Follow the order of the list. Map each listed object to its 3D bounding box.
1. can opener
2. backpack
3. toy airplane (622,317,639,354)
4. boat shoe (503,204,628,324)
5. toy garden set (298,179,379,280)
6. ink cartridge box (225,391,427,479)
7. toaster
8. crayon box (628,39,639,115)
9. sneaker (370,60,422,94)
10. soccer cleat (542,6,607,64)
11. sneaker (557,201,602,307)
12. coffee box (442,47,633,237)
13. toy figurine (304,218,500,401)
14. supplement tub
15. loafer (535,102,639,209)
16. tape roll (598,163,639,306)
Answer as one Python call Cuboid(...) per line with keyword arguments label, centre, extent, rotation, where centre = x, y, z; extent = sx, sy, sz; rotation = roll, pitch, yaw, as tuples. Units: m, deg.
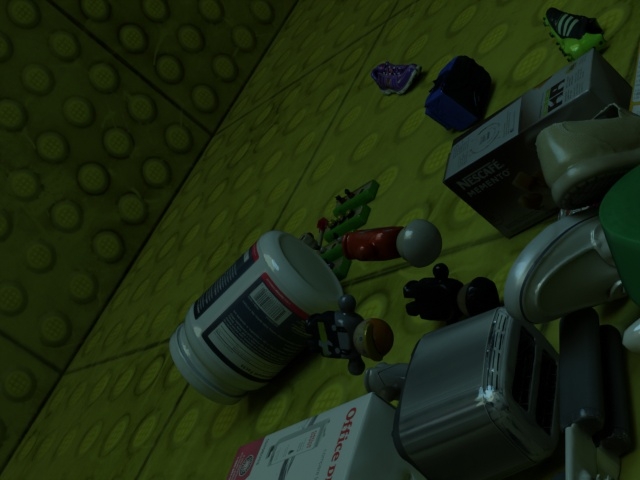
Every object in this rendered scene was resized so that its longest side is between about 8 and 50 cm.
Cuboid(label="can opener", centre=(0.255, 0.183, 0.912), extent=(0.093, 0.074, 0.280), rotation=(-34, 26, 39))
Cuboid(label="backpack", centre=(0.244, -0.269, 1.678), extent=(0.101, 0.098, 0.120), rotation=(-27, 31, 54))
Cuboid(label="toy airplane", centre=(0.306, 0.186, 0.507), extent=(0.386, 0.272, 0.384), rotation=(33, 96, 51))
Cuboid(label="boat shoe", centre=(0.315, 0.016, 0.962), extent=(0.267, 0.096, 0.088), rotation=(-22, 24, -20))
Cuboid(label="toy garden set", centre=(0.000, 0.000, 1.797), extent=(0.203, 0.049, 0.244), rotation=(-30, 29, 44))
Cuboid(label="ink cartridge box", centre=(-0.011, 0.331, 1.153), extent=(0.283, 0.117, 0.207), rotation=(-32, 25, 41))
Cuboid(label="toaster", centre=(0.174, 0.175, 1.012), extent=(0.146, 0.129, 0.227), rotation=(-32, 20, 36))
Cuboid(label="crayon box", centre=(0.476, -0.291, 1.068), extent=(0.203, 0.083, 0.323), rotation=(3, 83, 65))
Cuboid(label="sneaker", centre=(0.160, -0.364, 2.055), extent=(0.068, 0.071, 0.170), rotation=(-56, 22, -14))
Cuboid(label="soccer cleat", centre=(0.414, -0.339, 1.510), extent=(0.072, 0.060, 0.179), rotation=(-33, 31, 18))
Cuboid(label="sneaker", centre=(0.328, -0.009, 1.104), extent=(0.093, 0.088, 0.225), rotation=(-58, 7, 52))
Cuboid(label="coffee box", centre=(0.303, -0.123, 1.241), extent=(0.246, 0.141, 0.098), rotation=(-32, 28, 40))
Cuboid(label="toy figurine", centre=(0.109, 0.096, 1.182), extent=(0.148, 0.213, 0.210), rotation=(-1, 53, 48))
Cuboid(label="supplement tub", centre=(-0.109, 0.133, 1.593), extent=(0.272, 0.191, 0.191), rotation=(-44, 21, 17))
Cuboid(label="loafer", centre=(0.335, -0.103, 1.024), extent=(0.268, 0.092, 0.102), rotation=(-11, -24, -43))
Cuboid(label="tape roll", centre=(0.404, -0.037, 0.783), extent=(0.321, 0.077, 0.321), rotation=(-23, 14, 6))
